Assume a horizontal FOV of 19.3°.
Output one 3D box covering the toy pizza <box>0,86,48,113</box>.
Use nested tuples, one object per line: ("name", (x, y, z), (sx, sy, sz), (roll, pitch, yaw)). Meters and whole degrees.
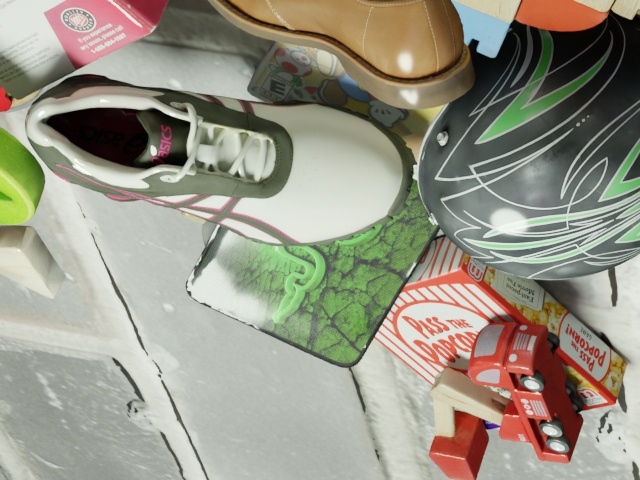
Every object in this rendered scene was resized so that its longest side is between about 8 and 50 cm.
("toy pizza", (-0.304, -0.159, 1.457), (0.201, 0.032, 0.201), (16, 148, 10))

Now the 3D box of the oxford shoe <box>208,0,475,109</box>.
("oxford shoe", (0.003, -0.146, 1.031), (0.212, 0.076, 0.076), (29, 143, 41))

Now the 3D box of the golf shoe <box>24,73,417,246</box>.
("golf shoe", (-0.071, -0.053, 1.300), (0.273, 0.105, 0.120), (8, -178, 4))

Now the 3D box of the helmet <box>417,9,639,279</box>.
("helmet", (0.149, -0.055, 1.168), (0.169, 0.161, 0.169), (11, 137, 10))

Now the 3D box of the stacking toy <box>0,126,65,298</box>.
("stacking toy", (-0.303, -0.100, 1.406), (0.280, 0.130, 0.309), (20, 158, 10))

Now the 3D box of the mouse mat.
("mouse mat", (0.000, 0.000, 1.436), (0.153, 0.007, 0.189), (25, 115, -9))

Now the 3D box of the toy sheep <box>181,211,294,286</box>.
("toy sheep", (-0.050, -0.001, 1.489), (0.132, 0.091, 0.091), (16, 152, -23))

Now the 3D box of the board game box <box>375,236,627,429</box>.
("board game box", (0.130, 0.075, 1.530), (0.193, 0.045, 0.147), (40, 144, -26))

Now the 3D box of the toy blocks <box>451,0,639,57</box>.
("toy blocks", (0.090, -0.206, 1.044), (0.381, 0.190, 0.261), (22, 160, 2))

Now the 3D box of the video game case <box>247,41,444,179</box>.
("video game case", (0.082, -0.108, 1.304), (0.227, 0.026, 0.206), (27, 148, -8))

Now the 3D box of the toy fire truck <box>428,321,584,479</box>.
("toy fire truck", (0.139, 0.131, 1.518), (0.135, 0.047, 0.192), (5, 144, 27))

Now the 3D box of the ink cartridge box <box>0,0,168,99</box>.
("ink cartridge box", (-0.229, -0.220, 1.255), (0.237, 0.100, 0.172), (39, 144, -27))
